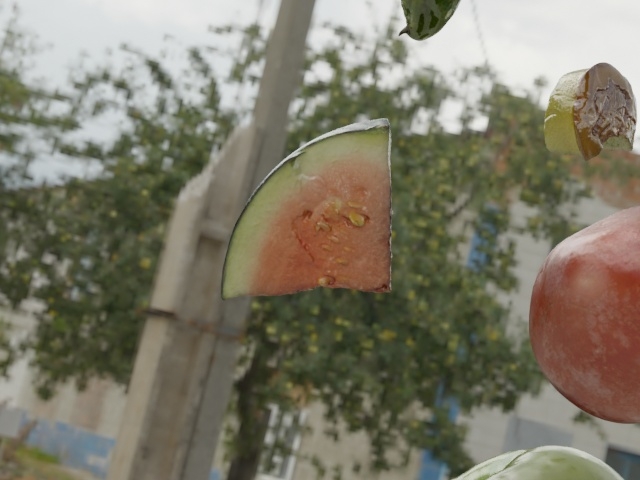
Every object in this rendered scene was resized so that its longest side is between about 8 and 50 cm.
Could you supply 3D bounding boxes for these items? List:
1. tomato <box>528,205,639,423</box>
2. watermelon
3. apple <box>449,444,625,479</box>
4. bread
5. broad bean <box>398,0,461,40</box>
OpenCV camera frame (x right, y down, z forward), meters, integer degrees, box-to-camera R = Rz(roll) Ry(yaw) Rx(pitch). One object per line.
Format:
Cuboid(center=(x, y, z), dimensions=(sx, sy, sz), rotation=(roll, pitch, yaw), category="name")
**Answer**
Cuboid(center=(0.250, 0.049, 1.073), dimensions=(0.151, 0.187, 0.187), rotation=(21, -7, 8), category="tomato")
Cuboid(center=(-0.010, -0.016, 1.089), dimensions=(0.145, 0.137, 0.193), rotation=(-4, -29, 2), category="watermelon")
Cuboid(center=(0.219, 0.405, 1.462), dimensions=(0.357, 0.357, 0.357), rotation=(13, -8, 2), category="apple")
Cuboid(center=(0.365, -0.174, 1.781), dimensions=(0.086, 0.125, 0.156), rotation=(-2, 8, 44), category="bread")
Cuboid(center=(0.126, -0.288, 1.119), dimensions=(0.052, 0.256, 0.053), rotation=(20, 3, -11), category="broad bean")
